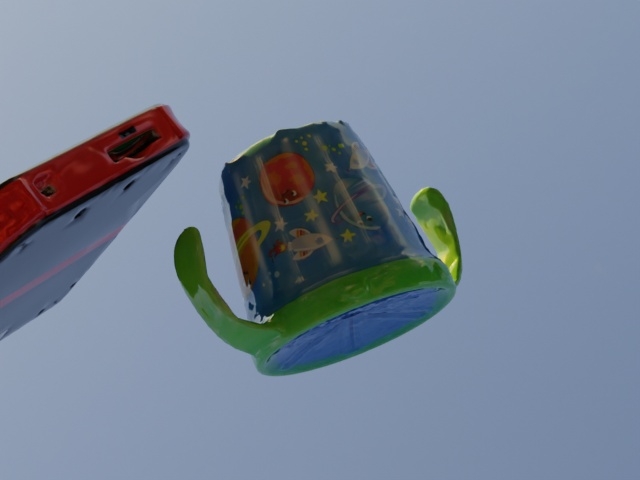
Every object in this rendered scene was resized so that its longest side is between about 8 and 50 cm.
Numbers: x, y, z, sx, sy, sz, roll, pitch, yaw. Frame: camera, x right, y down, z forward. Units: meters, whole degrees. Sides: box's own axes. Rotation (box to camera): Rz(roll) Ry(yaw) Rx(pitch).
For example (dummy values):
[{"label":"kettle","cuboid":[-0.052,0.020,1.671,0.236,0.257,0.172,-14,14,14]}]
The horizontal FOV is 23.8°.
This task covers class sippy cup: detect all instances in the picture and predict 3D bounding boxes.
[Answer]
[{"label":"sippy cup","cuboid":[0.000,0.000,1.649,0.240,0.305,0.224,-27,-107,17]}]

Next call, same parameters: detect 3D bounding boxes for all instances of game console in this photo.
[{"label":"game console","cuboid":[-0.313,0.018,1.604,0.060,0.342,0.386,47,-149,3]}]
